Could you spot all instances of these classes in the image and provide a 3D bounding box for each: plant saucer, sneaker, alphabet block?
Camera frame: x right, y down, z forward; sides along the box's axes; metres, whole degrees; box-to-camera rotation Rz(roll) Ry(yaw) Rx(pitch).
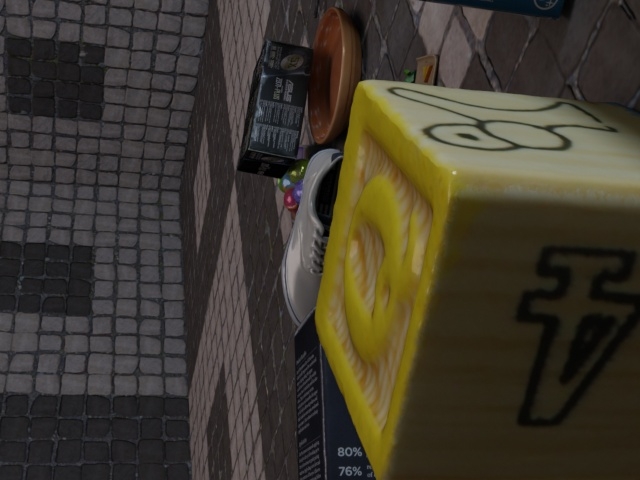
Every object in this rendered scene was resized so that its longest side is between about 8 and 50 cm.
[{"bbox_3d":[0.021,-0.240,1.311,0.200,0.037,0.199,-177,90,-76],"label":"plant saucer"},{"bbox_3d":[0.000,0.000,1.222,0.091,0.094,0.258,-173,88,-80],"label":"sneaker"},{"bbox_3d":[0.121,0.021,0.553,0.192,0.197,0.193,-117,33,-64],"label":"alphabet block"}]

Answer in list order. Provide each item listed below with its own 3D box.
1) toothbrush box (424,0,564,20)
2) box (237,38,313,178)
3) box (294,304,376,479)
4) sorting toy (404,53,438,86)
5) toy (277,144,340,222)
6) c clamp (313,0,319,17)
[{"bbox_3d":[0.137,-0.353,0.715,0.216,0.126,0.295,-111,28,-62],"label":"toothbrush box"},{"bbox_3d":[-0.073,-0.203,1.407,0.147,0.078,0.180,142,137,-75],"label":"box"},{"bbox_3d":[0.061,0.171,0.838,0.108,0.153,0.207,123,149,-63],"label":"box"},{"bbox_3d":[0.110,-0.176,1.003,0.083,0.012,0.062,-159,73,-74],"label":"sorting toy"},{"bbox_3d":[-0.031,-0.085,1.437,0.237,0.056,0.136,-151,64,-74],"label":"toy"},{"bbox_3d":[0.019,-0.454,1.411,0.160,0.022,0.137,123,152,-65],"label":"c clamp"}]
